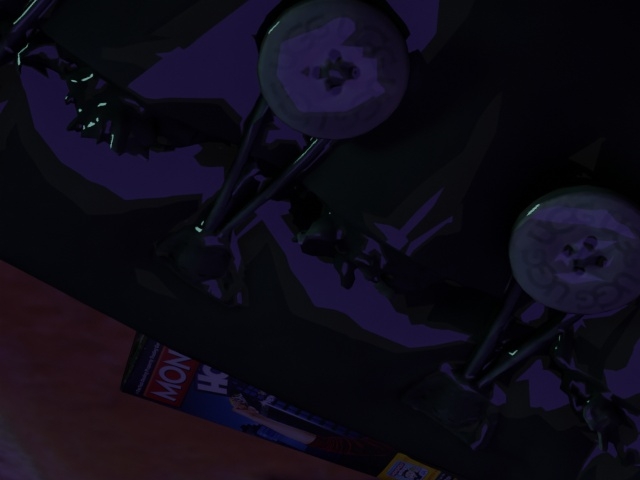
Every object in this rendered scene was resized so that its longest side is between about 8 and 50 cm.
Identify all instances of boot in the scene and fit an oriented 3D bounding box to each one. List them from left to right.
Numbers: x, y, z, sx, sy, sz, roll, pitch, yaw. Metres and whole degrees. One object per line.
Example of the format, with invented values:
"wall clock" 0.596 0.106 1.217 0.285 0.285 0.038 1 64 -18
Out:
"boot" 0.088 -0.087 0.457 0.445 0.146 0.367 33 107 -2

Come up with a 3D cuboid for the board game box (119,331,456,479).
"board game box" 0.000 0.000 0.620 0.194 0.060 0.194 21 136 -10
